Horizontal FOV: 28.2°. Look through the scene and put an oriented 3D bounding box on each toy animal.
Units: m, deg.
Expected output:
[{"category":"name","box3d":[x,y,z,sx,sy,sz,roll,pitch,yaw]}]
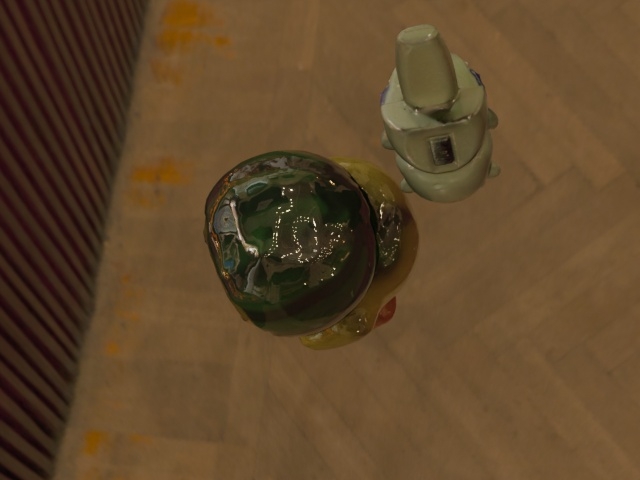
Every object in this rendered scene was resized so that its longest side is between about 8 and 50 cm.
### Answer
[{"category":"toy animal","box3d":[0.002,-0.001,1.322,0.191,0.338,0.216,-30,78,13]}]

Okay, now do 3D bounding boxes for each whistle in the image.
[{"category":"whistle","box3d":[0.107,-0.111,1.167,0.110,0.244,0.092,-10,54,10]}]
